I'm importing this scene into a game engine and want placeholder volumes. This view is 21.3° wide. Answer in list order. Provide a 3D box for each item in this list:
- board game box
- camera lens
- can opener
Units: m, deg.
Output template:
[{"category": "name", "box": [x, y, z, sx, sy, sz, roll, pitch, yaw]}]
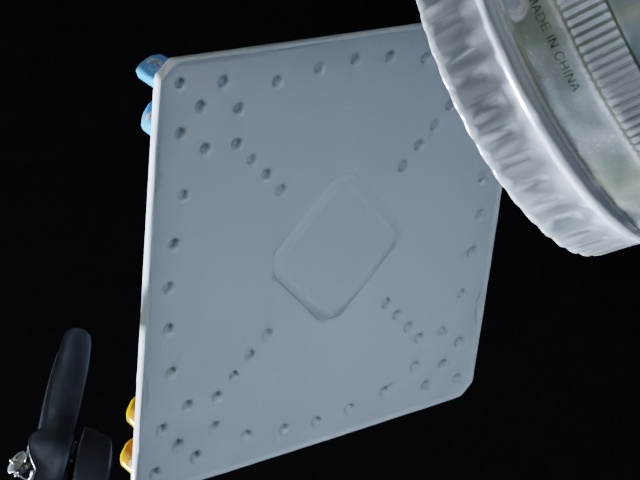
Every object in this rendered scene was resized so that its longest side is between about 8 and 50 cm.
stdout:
[{"category": "board game box", "box": [0.000, 0.000, 1.497, 0.390, 0.390, 0.050, -13, -150, -37]}, {"category": "camera lens", "box": [0.207, -0.133, 0.776, 0.274, 0.219, 0.219, -25, -121, 27]}, {"category": "can opener", "box": [-0.205, 0.144, 1.354, 0.073, 0.059, 0.186, 22, -148, -20]}]
